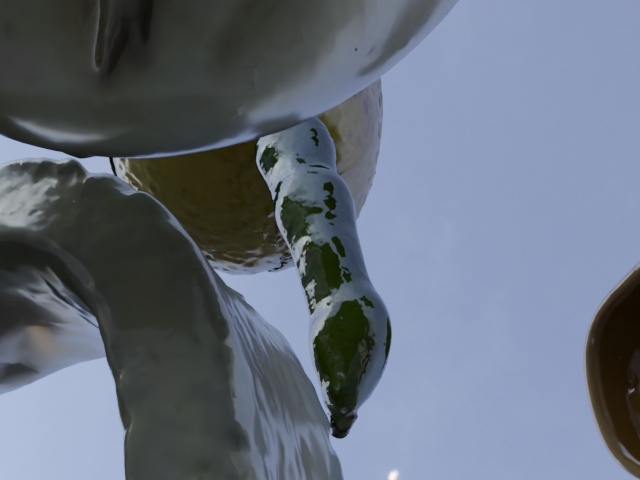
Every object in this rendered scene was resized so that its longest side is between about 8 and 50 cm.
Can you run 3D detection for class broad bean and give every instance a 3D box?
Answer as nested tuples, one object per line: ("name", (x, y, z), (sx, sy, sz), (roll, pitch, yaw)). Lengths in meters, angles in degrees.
("broad bean", (0.000, -0.001, 0.611), (0.052, 0.256, 0.053), (9, -47, -24))

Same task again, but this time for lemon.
("lemon", (-0.067, -0.110, 0.920), (0.257, 0.258, 0.310), (15, -39, 15))

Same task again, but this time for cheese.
("cheese", (-0.165, 0.130, 0.469), (0.332, 0.292, 0.153), (-18, -29, 10))

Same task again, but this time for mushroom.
("mushroom", (-0.065, -0.204, 0.360), (0.314, 0.315, 0.336), (18, -22, 14))

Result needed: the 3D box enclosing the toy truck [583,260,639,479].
("toy truck", (0.380, 0.090, 0.832), (0.211, 0.204, 0.288), (6, -30, -27))
